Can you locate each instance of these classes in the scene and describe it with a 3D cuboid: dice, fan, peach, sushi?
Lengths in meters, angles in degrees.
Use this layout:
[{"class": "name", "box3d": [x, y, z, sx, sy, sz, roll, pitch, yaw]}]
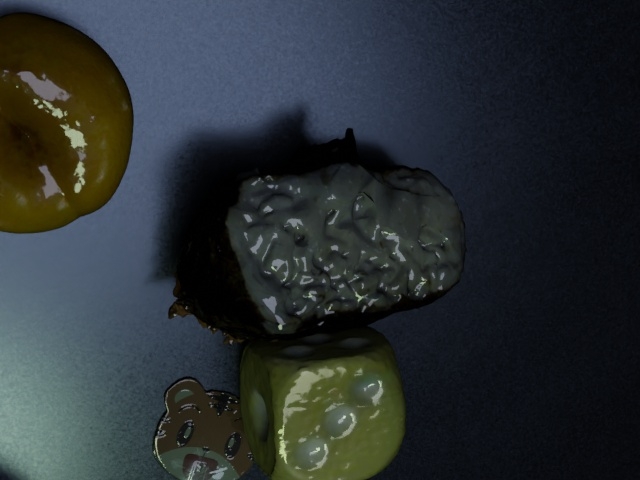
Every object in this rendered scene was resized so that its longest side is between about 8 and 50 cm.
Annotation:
[{"class": "dice", "box3d": [0.000, 0.201, 1.588, 0.169, 0.169, 0.166, -7, 105, -18]}, {"class": "fan", "box3d": [-0.158, 0.294, 1.652, 0.152, 0.008, 0.226, 17, 98, -21]}, {"class": "peach", "box3d": [-0.329, -0.126, 1.415, 0.251, 0.153, 0.251, -2, 103, -10]}, {"class": "sushi", "box3d": [0.000, 0.000, 1.527, 0.348, 0.207, 0.234, -4, 79, -28]}]
